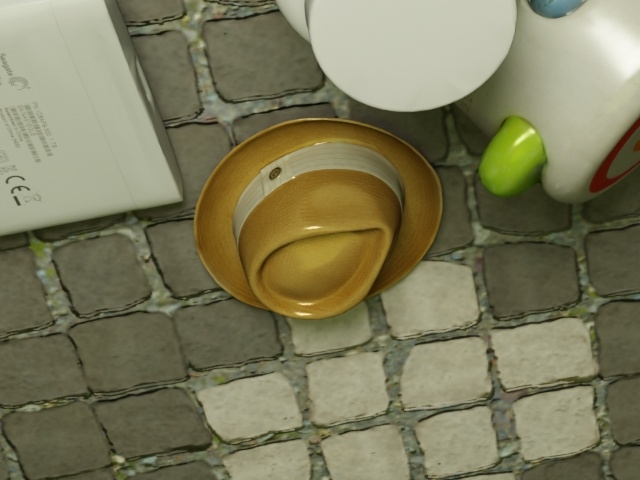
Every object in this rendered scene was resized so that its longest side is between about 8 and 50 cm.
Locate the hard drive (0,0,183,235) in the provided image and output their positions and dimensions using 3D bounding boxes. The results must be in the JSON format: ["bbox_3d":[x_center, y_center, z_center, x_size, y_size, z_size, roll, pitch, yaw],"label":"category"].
[{"bbox_3d":[-0.294,-0.073,1.179,0.353,0.047,0.233,-11,145,4],"label":"hard drive"}]

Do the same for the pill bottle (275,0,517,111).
[{"bbox_3d":[0.039,-0.195,1.000,0.152,0.272,0.152,-2,128,-2],"label":"pill bottle"}]

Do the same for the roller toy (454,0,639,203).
[{"bbox_3d":[0.177,-0.135,1.101,0.146,0.209,0.191,46,126,14],"label":"roller toy"}]

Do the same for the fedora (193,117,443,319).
[{"bbox_3d":[0.000,0.000,1.272,0.194,0.079,0.194,-2,128,-3],"label":"fedora"}]
